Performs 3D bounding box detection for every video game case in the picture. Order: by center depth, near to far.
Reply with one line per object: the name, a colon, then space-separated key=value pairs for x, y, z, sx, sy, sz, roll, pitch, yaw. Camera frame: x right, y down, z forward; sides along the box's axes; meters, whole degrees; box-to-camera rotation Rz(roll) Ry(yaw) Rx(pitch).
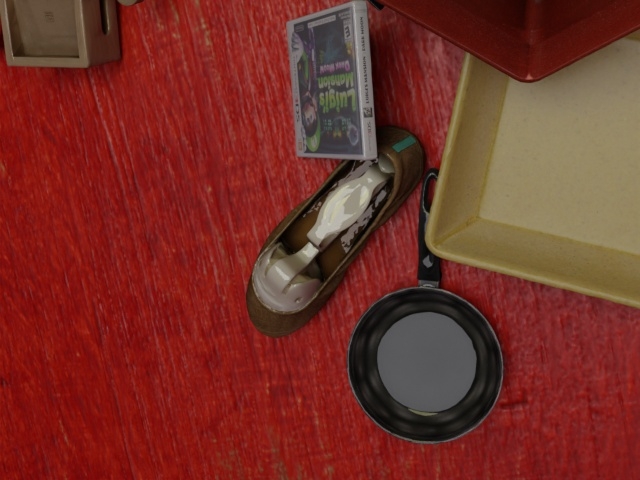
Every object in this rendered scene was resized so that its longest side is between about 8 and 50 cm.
video game case: x=0.010 y=-0.183 z=1.048 sx=0.022 sy=0.190 sz=0.173 roll=-9 pitch=99 yaw=-24

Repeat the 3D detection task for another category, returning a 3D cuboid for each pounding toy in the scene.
pounding toy: x=-0.307 y=-0.322 z=1.156 sx=0.206 sy=0.094 sz=0.181 roll=5 pitch=109 yaw=18

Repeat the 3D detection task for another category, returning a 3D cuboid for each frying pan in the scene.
frying pan: x=0.111 y=0.094 z=1.115 sx=0.197 sy=0.053 sz=0.326 roll=-19 pitch=85 yaw=17

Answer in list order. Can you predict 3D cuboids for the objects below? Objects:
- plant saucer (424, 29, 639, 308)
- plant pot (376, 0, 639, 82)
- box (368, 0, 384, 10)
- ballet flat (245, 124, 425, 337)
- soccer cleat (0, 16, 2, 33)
plant saucer: x=0.314 y=-0.109 z=0.994 sx=0.333 sy=0.081 sz=0.332 roll=15 pitch=104 yaw=15
plant pot: x=0.196 y=-0.341 z=0.805 sx=0.267 sy=0.267 sz=0.235 roll=-24 pitch=51 yaw=55
box: x=-0.008 y=-0.391 z=0.929 sx=0.103 sy=0.261 sz=0.184 roll=-41 pitch=46 yaw=19
ballet flat: x=0.000 y=0.000 z=1.098 sx=0.116 sy=0.124 sz=0.342 roll=45 pitch=111 yaw=5
soccer cleat: x=-0.558 y=-0.298 z=1.274 sx=0.248 sy=0.083 sz=0.095 roll=-6 pitch=68 yaw=25
